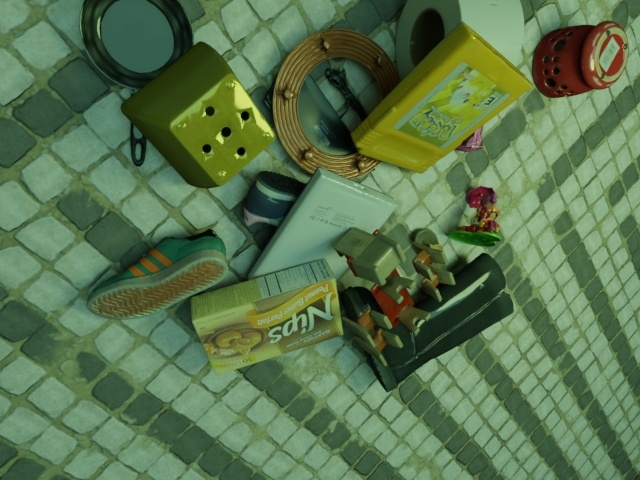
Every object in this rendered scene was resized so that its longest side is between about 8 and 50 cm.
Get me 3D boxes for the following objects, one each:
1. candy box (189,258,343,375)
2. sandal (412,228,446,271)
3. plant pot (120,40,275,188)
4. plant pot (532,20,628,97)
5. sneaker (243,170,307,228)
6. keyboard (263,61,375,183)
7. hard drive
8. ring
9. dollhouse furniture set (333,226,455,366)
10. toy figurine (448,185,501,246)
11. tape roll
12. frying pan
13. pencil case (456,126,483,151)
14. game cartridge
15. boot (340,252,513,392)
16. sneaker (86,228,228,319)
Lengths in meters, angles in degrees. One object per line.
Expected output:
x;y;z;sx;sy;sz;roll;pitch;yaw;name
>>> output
-0.114;0.175;0.980;0.316;0.088;0.183;-16;126;-10;candy box
0.321;0.040;1.210;0.072;0.049;0.180;-35;115;-11;sandal
-0.209;-0.222;0.813;0.212;0.187;0.212;-44;128;-9;plant pot
0.727;-0.499;1.189;0.191;0.174;0.191;-7;107;-24;plant pot
-0.034;-0.054;1.018;0.319;0.112;0.131;20;118;-29;sneaker
0.027;-0.275;1.014;0.201;0.033;0.317;-43;117;-7;keyboard
0.000;0.000;0.974;0.210;0.040;0.319;17;124;-32;hard drive
0.054;-0.305;0.983;0.336;0.032;0.337;-6;107;-21;ring
0.146;0.096;0.959;0.262;0.135;0.259;-45;128;-17;dollhouse furniture set
0.450;-0.078;1.191;0.130;0.173;0.159;17;82;-9;toy figurine
0.305;-0.450;0.973;0.169;0.246;0.246;-9;106;-22;tape roll
-0.327;-0.329;0.833;0.197;0.053;0.326;-22;121;-16;frying pan
0.409;-0.339;1.128;0.095;0.098;0.210;3;102;-25;pencil case
0.259;-0.279;0.938;0.285;0.053;0.323;6;143;-43;game cartridge
0.304;0.169;1.165;0.445;0.146;0.367;-28;125;-7;boot
-0.340;0.069;0.907;0.302;0.121;0.108;-20;134;1;sneaker
